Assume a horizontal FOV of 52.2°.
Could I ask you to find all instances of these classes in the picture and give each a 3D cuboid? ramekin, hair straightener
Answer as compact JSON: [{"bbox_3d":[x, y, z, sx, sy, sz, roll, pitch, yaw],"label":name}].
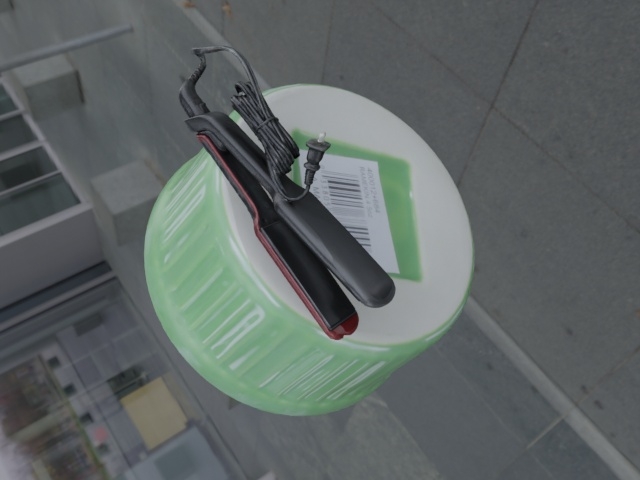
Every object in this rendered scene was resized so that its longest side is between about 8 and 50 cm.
[{"bbox_3d":[0.000,0.000,0.625,0.304,0.303,0.148,58,142,8],"label":"ramekin"},{"bbox_3d":[-0.022,-0.050,0.441,0.089,0.047,0.231,-42,75,35],"label":"hair straightener"}]
